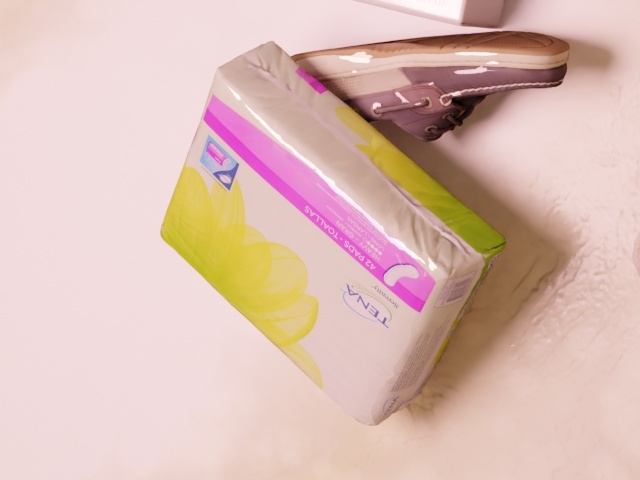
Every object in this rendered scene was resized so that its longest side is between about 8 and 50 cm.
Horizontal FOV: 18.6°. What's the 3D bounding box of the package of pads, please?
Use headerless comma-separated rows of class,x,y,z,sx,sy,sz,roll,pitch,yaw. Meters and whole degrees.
package of pads,0.000,0.000,1.765,0.296,0.101,0.229,42,137,18

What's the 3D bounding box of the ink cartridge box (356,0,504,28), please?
ink cartridge box,0.056,-0.300,1.758,0.237,0.100,0.172,17,101,24

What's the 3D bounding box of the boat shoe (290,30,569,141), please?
boat shoe,0.096,-0.135,1.753,0.285,0.103,0.092,-1,102,32

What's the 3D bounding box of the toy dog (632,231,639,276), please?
toy dog,0.387,-0.097,1.605,0.220,0.161,0.333,9,112,23
